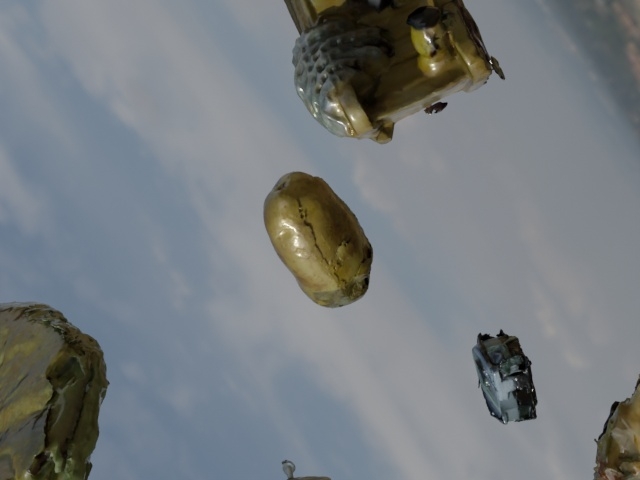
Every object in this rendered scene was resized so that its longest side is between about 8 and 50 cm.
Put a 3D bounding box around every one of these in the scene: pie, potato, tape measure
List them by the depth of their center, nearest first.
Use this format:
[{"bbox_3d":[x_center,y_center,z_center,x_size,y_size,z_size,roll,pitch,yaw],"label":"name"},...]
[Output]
[{"bbox_3d":[-0.239,0.165,1.105,0.071,0.306,0.306,39,-163,-34],"label":"pie"},{"bbox_3d":[0.186,0.139,1.702,0.094,0.054,0.091,-122,17,-70],"label":"tape measure"},{"bbox_3d":[0.000,0.000,1.750,0.170,0.080,0.107,54,-151,-33],"label":"potato"}]

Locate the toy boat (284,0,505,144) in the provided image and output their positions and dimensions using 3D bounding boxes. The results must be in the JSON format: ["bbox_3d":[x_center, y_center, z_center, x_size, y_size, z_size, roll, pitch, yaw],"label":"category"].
[{"bbox_3d":[-0.003,-0.248,1.285,0.162,0.136,0.445,59,-173,-49],"label":"toy boat"}]

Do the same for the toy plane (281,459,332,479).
[{"bbox_3d":[-0.089,0.326,1.611,0.107,0.273,0.182,49,-166,18],"label":"toy plane"}]

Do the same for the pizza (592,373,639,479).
[{"bbox_3d":[0.391,0.137,1.727,0.074,0.287,0.251,-64,-42,-83],"label":"pizza"}]
